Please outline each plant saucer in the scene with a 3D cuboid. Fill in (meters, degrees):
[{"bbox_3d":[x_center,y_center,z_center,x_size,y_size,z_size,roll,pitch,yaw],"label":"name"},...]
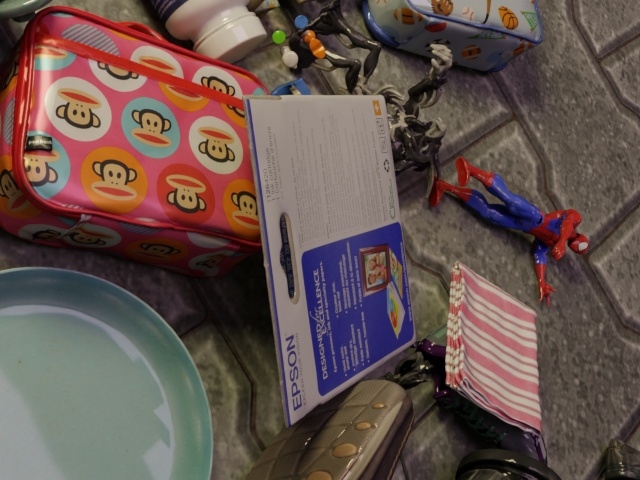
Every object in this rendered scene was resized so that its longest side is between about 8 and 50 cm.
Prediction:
[{"bbox_3d":[-0.246,0.181,0.750,0.318,0.044,0.317,15,64,-33],"label":"plant saucer"}]

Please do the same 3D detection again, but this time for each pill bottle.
[{"bbox_3d":[-0.144,-0.295,0.962,0.112,0.112,0.186,-32,93,-40],"label":"pill bottle"}]

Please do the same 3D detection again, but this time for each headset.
[{"bbox_3d":[0.184,0.313,0.927,0.243,0.185,0.394,-27,73,-40],"label":"headset"}]

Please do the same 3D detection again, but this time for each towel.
[{"bbox_3d":[0.218,0.128,1.036,0.144,0.029,0.197,32,44,-21],"label":"towel"}]

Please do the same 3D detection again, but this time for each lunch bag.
[{"bbox_3d":[-0.181,-0.109,0.867,0.293,0.120,0.258,13,62,-36],"label":"lunch bag"},{"bbox_3d":[0.195,-0.389,1.253,0.304,0.115,0.243,5,68,-34],"label":"lunch bag"}]

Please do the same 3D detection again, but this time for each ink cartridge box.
[{"bbox_3d":[0.000,0.000,0.879,0.307,0.072,0.303,-16,101,-58],"label":"ink cartridge box"}]

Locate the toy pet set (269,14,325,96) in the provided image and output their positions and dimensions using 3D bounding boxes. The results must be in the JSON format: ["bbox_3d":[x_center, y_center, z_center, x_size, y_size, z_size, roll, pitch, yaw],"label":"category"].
[{"bbox_3d":[-0.048,-0.195,1.010,0.122,0.065,0.114,-33,116,2],"label":"toy pet set"}]

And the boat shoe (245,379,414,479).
[{"bbox_3d":[-0.015,0.297,0.825,0.355,0.132,0.130,-50,120,-22],"label":"boat shoe"}]

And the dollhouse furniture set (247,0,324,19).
[{"bbox_3d":[-0.045,-0.422,1.052,0.212,0.161,0.242,-29,91,-40],"label":"dollhouse furniture set"}]

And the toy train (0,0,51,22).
[{"bbox_3d":[-0.378,-0.218,0.718,0.334,0.190,0.142,-46,138,-33],"label":"toy train"}]

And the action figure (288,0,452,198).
[{"bbox_3d":[0.086,-0.186,1.077,0.275,0.141,0.164,47,50,-9],"label":"action figure"}]

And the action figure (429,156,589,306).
[{"bbox_3d":[0.286,-0.004,1.188,0.281,0.091,0.139,18,57,-30],"label":"action figure"}]

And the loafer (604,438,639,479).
[{"bbox_3d":[0.483,0.337,1.225,0.170,0.062,0.061,26,54,-28],"label":"loafer"}]

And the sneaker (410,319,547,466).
[{"bbox_3d":[0.191,0.211,1.052,0.098,0.083,0.223,-22,76,-30],"label":"sneaker"}]
